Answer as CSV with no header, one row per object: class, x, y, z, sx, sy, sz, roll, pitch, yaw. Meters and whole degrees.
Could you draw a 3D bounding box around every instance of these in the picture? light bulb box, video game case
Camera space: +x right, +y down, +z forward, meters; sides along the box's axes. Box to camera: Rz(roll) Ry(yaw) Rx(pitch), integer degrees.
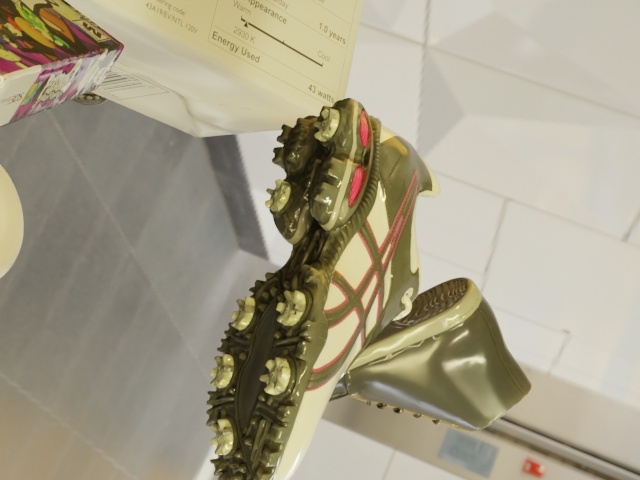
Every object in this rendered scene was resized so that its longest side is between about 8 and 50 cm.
light bulb box,-0.137,-0.325,0.963,0.358,0.225,0.361,22,75,-45
video game case,-0.226,-0.148,0.523,0.042,0.232,0.210,-51,-174,14

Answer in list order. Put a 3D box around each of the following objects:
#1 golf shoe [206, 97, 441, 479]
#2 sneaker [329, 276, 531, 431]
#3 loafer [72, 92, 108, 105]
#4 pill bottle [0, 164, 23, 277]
golf shoe,0.011,0.044,0.685,0.105,0.120,0.273,-4,-114,56
sneaker,0.062,0.127,0.890,0.222,0.118,0.083,-25,-163,28
loafer,-0.232,-0.258,1.174,0.078,0.080,0.220,-126,-123,-77
pill bottle,-0.541,0.005,1.274,0.188,0.333,0.188,29,53,-46
